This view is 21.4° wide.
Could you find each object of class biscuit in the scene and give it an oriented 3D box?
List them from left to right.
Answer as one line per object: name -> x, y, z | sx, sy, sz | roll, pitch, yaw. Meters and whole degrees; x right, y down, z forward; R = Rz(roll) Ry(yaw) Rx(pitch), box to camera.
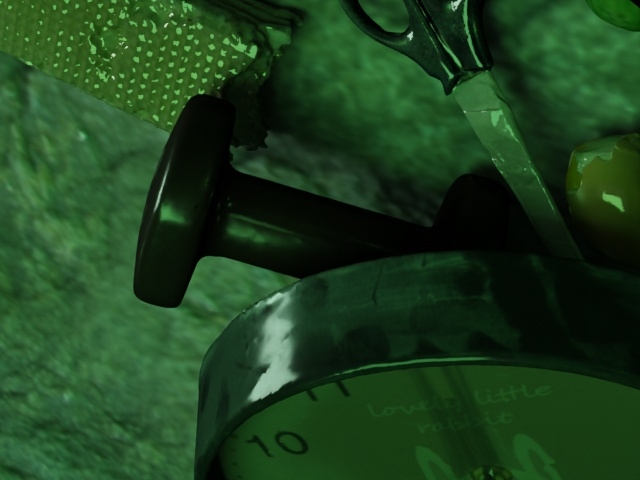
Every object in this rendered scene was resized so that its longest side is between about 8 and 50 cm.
biscuit -> -0.131, -0.146, 1.137 | 0.238, 0.062, 0.108 | 26, 128, 13

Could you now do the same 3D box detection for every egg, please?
egg -> 0.185, -0.024, 1.023 | 0.071, 0.071, 0.083 | -11, 93, 34

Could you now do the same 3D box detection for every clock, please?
clock -> 0.107, 0.146, 1.059 | 0.386, 0.076, 0.386 | 4, 143, 3

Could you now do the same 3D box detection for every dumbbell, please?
dumbbell -> 0.000, 0.000, 1.071 | 0.225, 0.124, 0.140 | 17, 128, -5

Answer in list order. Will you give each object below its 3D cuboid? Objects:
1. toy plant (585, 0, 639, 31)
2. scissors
toy plant -> 0.232, -0.157, 0.870 | 0.218, 0.175, 0.235 | 28, 156, 21
scissors -> 0.098, -0.086, 1.023 | 0.109, 0.022, 0.300 | -33, 84, 40
